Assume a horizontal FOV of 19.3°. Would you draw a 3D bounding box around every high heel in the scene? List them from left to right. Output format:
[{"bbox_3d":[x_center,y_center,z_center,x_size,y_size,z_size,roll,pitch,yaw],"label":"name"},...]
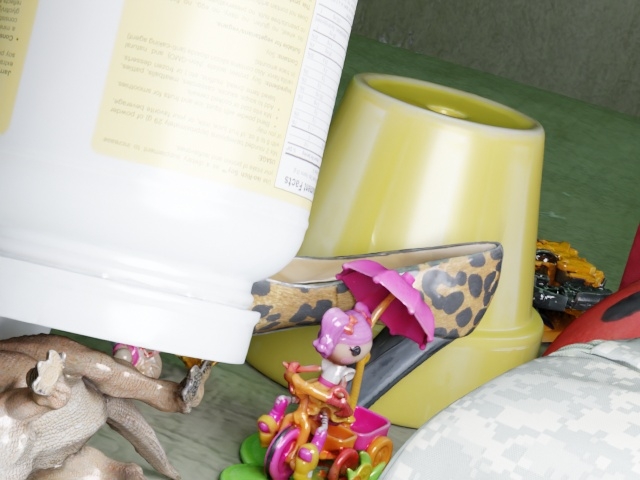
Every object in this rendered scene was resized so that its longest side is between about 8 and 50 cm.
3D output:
[{"bbox_3d":[0.000,0.000,1.347,0.261,0.186,0.093,45,9,-25],"label":"high heel"}]

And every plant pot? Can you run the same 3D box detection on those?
[{"bbox_3d":[0.075,-0.001,1.539,0.254,0.239,0.254,15,13,-3],"label":"plant pot"}]

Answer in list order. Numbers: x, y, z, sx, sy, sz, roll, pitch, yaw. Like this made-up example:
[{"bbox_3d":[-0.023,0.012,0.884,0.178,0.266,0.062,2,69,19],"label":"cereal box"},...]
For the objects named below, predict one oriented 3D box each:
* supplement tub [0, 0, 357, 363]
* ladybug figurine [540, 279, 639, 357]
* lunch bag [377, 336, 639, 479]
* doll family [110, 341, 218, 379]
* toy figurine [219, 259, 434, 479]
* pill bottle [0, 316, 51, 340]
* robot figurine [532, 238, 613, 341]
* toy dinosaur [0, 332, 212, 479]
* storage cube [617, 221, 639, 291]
[{"bbox_3d":[-0.106,-0.110,1.109,0.241,0.331,0.241,13,-2,0],"label":"supplement tub"},{"bbox_3d":[0.337,0.120,1.493,0.305,0.162,0.449,24,17,33],"label":"ladybug figurine"},{"bbox_3d":[0.190,0.186,0.979,0.305,0.212,0.256,24,16,36],"label":"lunch bag"},{"bbox_3d":[-0.131,0.019,1.434,0.118,0.163,0.263,-26,23,-6],"label":"doll family"},{"bbox_3d":[0.013,0.092,1.275,0.130,0.159,0.173,23,17,31],"label":"toy figurine"},{"bbox_3d":[-0.330,-0.006,1.279,0.301,0.169,0.169,18,14,11],"label":"pill bottle"},{"bbox_3d":[0.132,0.029,1.797,0.291,0.085,0.211,11,15,-13],"label":"robot figurine"},{"bbox_3d":[-0.197,0.099,1.125,0.200,0.127,0.295,15,7,29],"label":"toy dinosaur"},{"bbox_3d":[0.418,0.045,1.810,0.215,0.193,0.183,10,15,-24],"label":"storage cube"}]
